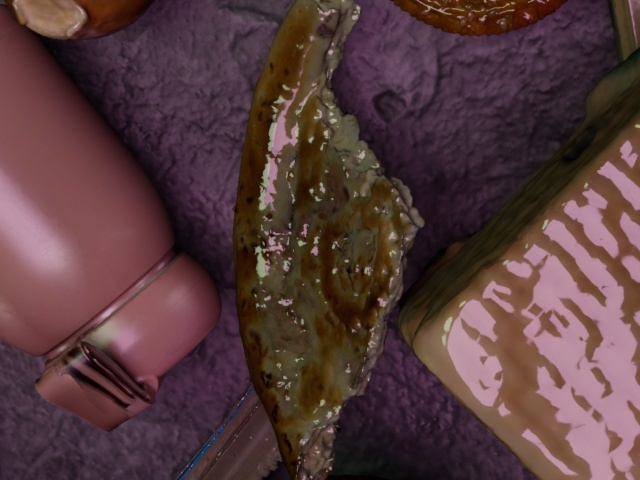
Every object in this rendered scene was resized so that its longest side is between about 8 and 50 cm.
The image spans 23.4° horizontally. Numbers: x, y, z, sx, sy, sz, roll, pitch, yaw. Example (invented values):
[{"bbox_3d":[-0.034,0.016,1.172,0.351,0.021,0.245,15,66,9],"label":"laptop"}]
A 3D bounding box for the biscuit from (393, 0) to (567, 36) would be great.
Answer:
[{"bbox_3d":[0.135,-0.218,1.104,0.206,0.025,0.126,-42,87,30],"label":"biscuit"}]

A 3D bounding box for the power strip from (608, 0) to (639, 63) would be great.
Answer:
[{"bbox_3d":[0.234,-0.265,1.099,0.092,0.066,0.388,-12,100,6],"label":"power strip"}]

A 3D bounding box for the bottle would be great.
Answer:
[{"bbox_3d":[-0.211,-0.007,1.133,0.173,0.206,0.297,-35,97,19],"label":"bottle"}]

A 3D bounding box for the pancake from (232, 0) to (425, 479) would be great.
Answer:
[{"bbox_3d":[-0.005,0.000,1.115,0.197,0.054,0.377,-15,75,47],"label":"pancake"}]

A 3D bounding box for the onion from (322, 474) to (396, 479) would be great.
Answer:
[{"bbox_3d":[0.013,0.299,1.151,0.276,0.276,0.276,1,102,6],"label":"onion"}]

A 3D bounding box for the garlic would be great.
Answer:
[{"bbox_3d":[-0.175,-0.242,1.128,0.115,0.128,0.207,5,85,37],"label":"garlic"}]

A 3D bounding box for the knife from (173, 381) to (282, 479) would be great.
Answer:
[{"bbox_3d":[-0.067,0.166,1.238,0.089,0.043,0.365,45,108,30],"label":"knife"}]

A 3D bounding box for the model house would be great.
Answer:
[{"bbox_3d":[0.293,0.064,1.043,0.382,0.334,0.342,43,93,-4],"label":"model house"}]
